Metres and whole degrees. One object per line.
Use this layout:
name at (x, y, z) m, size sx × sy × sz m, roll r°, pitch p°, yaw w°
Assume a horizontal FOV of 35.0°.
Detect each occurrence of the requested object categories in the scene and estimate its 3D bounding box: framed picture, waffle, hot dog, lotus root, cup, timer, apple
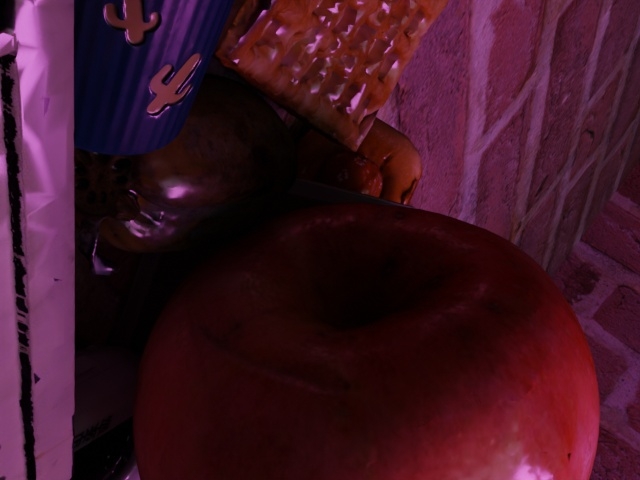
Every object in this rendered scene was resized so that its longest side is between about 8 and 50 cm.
framed picture at (-0.069, 0.064, 0.953) m, size 0.232 × 0.019 × 0.296 m, roll 14°, pitch 117°, yaw -22°
waffle at (0.006, -0.207, 0.807) m, size 0.213 × 0.091 × 0.308 m, roll -58°, pitch 161°, yaw 4°
hot dog at (0.000, 0.000, 1.040) m, size 0.153 × 0.150 × 0.257 m, roll -42°, pitch 158°, yaw -59°
lotus root at (-0.101, -0.058, 0.745) m, size 0.124 × 0.123 × 0.241 m, roll -38°, pitch 172°, yaw 22°
cup at (-0.131, -0.140, 0.575) m, size 0.176 × 0.131 × 0.155 m, roll -3°, pitch 134°, yaw -29°
timer at (-0.248, 0.206, 0.859) m, size 0.262 × 0.087 × 0.237 m, roll -28°, pitch 146°, yaw -53°
apple at (0.033, 0.157, 0.812) m, size 0.364 × 0.364 × 0.364 m, roll -46°, pitch 158°, yaw -25°

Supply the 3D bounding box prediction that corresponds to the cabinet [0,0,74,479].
cabinet at (-0.278, 0.032, 0.336) m, size 0.318 × 0.227 × 0.290 m, roll -36°, pitch 153°, yaw -38°
